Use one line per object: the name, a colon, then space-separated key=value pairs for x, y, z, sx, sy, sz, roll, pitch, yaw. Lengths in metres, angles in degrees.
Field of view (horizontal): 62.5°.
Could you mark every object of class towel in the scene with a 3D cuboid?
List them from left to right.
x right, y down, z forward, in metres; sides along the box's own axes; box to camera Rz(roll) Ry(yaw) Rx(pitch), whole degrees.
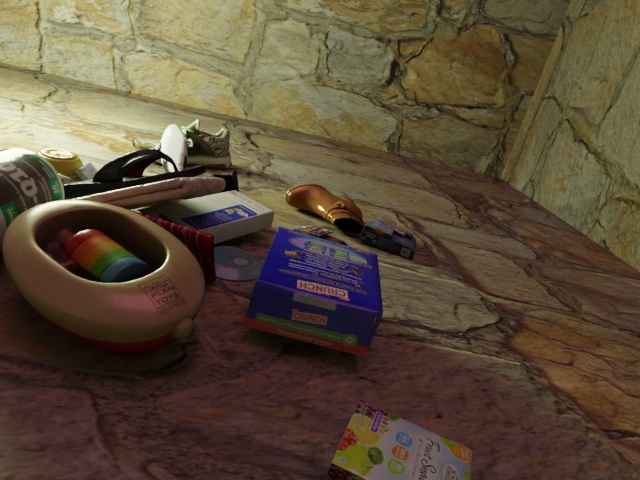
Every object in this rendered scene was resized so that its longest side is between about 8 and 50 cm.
towel: x=-0.429 y=-0.113 z=1.342 sx=0.316 sy=0.054 sz=0.332 roll=-11 pitch=7 yaw=5
towel: x=-0.374 y=0.009 z=1.225 sx=0.274 sy=0.199 sz=0.031 roll=16 pitch=57 yaw=1

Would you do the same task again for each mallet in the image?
mallet: x=0.000 y=0.000 z=1.688 sx=0.189 sy=0.039 sz=0.062 roll=24 pitch=22 yaw=30

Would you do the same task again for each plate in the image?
plate: x=-0.240 y=0.053 z=1.402 sx=0.188 sy=0.024 sz=0.188 roll=13 pitch=20 yaw=-5

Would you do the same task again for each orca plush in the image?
orca plush: x=-0.517 y=-0.293 z=1.949 sx=0.151 sy=0.102 sz=0.287 roll=-28 pitch=62 yaw=-9

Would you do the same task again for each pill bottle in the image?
pill bottle: x=-0.719 y=-0.061 z=1.105 sx=0.204 sy=0.204 sz=0.361 roll=14 pitch=22 yaw=-3

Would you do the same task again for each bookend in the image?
bookend: x=-0.372 y=-0.175 z=1.700 sx=0.157 sy=0.073 sz=0.156 roll=-4 pitch=-7 yaw=-40

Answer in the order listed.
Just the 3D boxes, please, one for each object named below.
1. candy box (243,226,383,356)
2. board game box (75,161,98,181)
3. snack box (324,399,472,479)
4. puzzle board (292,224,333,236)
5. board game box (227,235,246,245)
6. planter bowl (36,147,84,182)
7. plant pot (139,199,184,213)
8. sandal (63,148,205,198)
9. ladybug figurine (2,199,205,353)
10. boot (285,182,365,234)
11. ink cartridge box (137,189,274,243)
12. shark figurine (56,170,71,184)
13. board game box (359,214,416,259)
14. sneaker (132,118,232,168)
candy box: x=-0.006 y=0.104 z=1.201 sx=0.268 sy=0.122 sz=0.317 roll=16 pitch=20 yaw=-2
board game box: x=-0.698 y=-0.190 z=1.612 sx=0.020 sy=0.090 sz=0.090 roll=-29 pitch=20 yaw=9
snack box: x=0.127 y=0.362 z=0.830 sx=0.207 sy=0.070 sz=0.174 roll=22 pitch=22 yaw=11
puzzle board: x=-0.023 y=-0.035 z=1.739 sx=0.096 sy=0.011 sz=0.128 roll=15 pitch=10 yaw=19
board game box: x=-0.311 y=-0.041 z=1.578 sx=0.186 sy=0.026 sz=0.126 roll=15 pitch=21 yaw=0
planter bowl: x=-0.802 y=-0.226 z=1.609 sx=0.217 sy=0.091 sz=0.217 roll=14 pitch=21 yaw=-6
plant pot: x=-0.460 y=-0.115 z=1.562 sx=0.134 sy=0.095 sz=0.134 roll=13 pitch=21 yaw=-5
sandal: x=-0.545 y=-0.190 z=1.454 sx=0.445 sy=0.107 sz=0.167 roll=-7 pitch=12 yaw=4
ladybug figurine: x=-0.410 y=0.075 z=1.012 sx=0.449 sy=0.162 sz=0.305 roll=32 pitch=35 yaw=28
boot: x=0.020 y=-0.101 z=1.881 sx=0.283 sy=0.109 sz=0.220 roll=16 pitch=24 yaw=-18
ink cartridge box: x=-0.317 y=-0.063 z=1.503 sx=0.175 sy=0.069 sz=0.370 roll=29 pitch=26 yaw=27
shark figurine: x=-0.824 y=-0.153 z=1.387 sx=0.278 sy=0.116 sz=0.166 roll=14 pitch=16 yaw=19
board game box: x=0.250 y=-0.022 z=1.860 sx=0.194 sy=0.060 sz=0.194 roll=22 pitch=23 yaw=5
sneaker: x=-0.537 y=-0.401 z=2.094 sx=0.410 sy=0.182 sz=0.158 roll=-1 pitch=27 yaw=-35
